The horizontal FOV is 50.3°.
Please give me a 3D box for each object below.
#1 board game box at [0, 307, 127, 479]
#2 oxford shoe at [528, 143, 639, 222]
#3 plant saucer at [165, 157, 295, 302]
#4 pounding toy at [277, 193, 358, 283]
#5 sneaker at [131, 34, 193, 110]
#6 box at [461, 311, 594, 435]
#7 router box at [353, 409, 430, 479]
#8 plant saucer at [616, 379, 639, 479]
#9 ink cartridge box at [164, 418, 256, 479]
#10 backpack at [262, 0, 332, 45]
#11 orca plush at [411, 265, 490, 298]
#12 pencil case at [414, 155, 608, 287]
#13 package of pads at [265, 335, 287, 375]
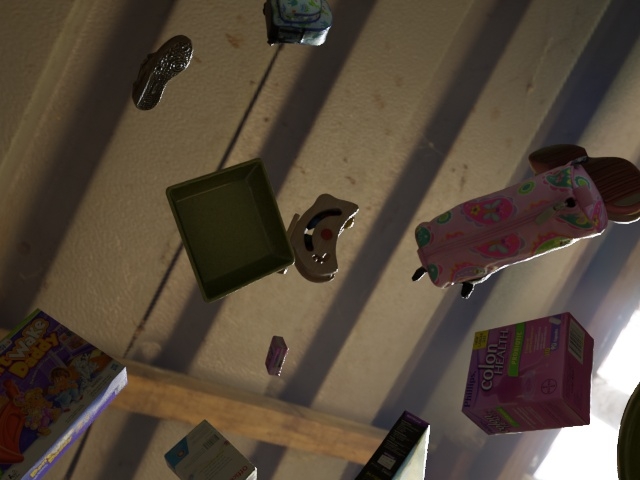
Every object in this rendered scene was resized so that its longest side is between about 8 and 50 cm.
[{"bbox_3d":[-0.578,0.323,1.304,0.347,0.233,0.078,-51,-15,-37],"label":"board game box"},{"bbox_3d":[0.521,-0.089,1.312,0.123,0.348,0.130,-19,-68,1],"label":"oxford shoe"},{"bbox_3d":[-0.149,-0.018,1.097,0.188,0.045,0.188,-24,-80,-38],"label":"plant saucer"},{"bbox_3d":[0.000,0.000,1.640,0.154,0.155,0.269,38,-112,7],"label":"pounding toy"},{"bbox_3d":[-0.310,-0.331,1.288,0.066,0.071,0.188,2,-35,-47],"label":"sneaker"},{"bbox_3d":[0.455,0.295,1.496,0.117,0.243,0.213,42,-132,-25],"label":"box"},{"bbox_3d":[0.100,0.345,0.970,0.133,0.046,0.178,-45,-33,-34],"label":"router box"},{"bbox_3d":[0.328,0.183,0.544,0.037,0.241,0.240,15,-81,-25],"label":"plant saucer"},{"bbox_3d":[-0.173,0.362,1.086,0.088,0.122,0.052,-39,-29,-30],"label":"ink cartridge box"},{"bbox_3d":[-0.037,-0.405,1.224,0.114,0.084,0.105,2,-119,-20],"label":"backpack"},{"bbox_3d":[0.330,0.096,1.689,0.151,0.287,0.102,-5,-94,-36],"label":"orca plush"},{"bbox_3d":[0.286,-0.021,1.041,0.124,0.284,0.124,31,-132,-42],"label":"pencil case"},{"bbox_3d":[-0.104,0.269,1.595,0.032,0.050,0.083,8,-64,-21],"label":"package of pads"}]
